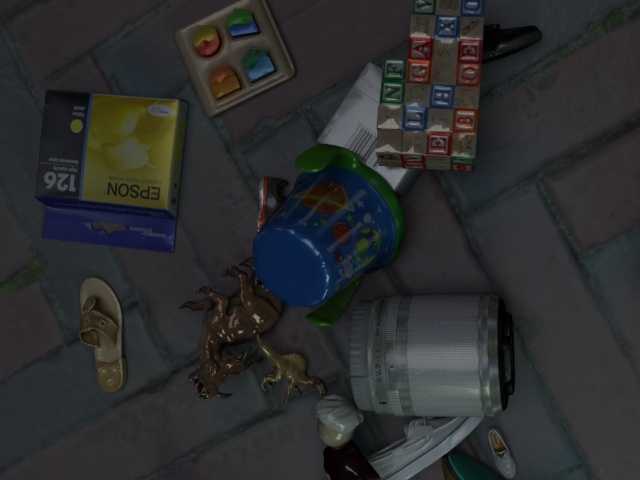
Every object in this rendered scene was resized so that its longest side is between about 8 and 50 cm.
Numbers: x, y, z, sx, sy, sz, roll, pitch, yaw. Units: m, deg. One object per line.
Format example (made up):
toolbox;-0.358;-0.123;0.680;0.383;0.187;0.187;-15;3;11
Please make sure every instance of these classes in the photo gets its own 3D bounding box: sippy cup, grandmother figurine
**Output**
sippy cup;0.000;0.000;1.801;0.240;0.224;0.305;-25;102;43
grandmother figurine;0.054;0.447;1.841;0.207;0.104;0.343;-4;101;52

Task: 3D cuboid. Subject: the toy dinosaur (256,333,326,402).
toy dinosaur;-0.075;0.251;1.941;0.183;0.053;0.093;38;99;-14

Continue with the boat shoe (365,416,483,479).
boat shoe;0.187;0.369;1.858;0.258;0.095;0.084;-38;84;10

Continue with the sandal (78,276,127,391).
sandal;-0.448;0.189;2.029;0.088;0.079;0.240;-14;86;13

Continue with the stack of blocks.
stack of blocks;0.194;-0.278;1.757;0.171;0.087;0.297;4;79;8

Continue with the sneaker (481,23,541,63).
sneaker;0.287;-0.389;1.852;0.227;0.087;0.130;-10;93;19

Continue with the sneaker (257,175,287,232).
sneaker;-0.086;-0.047;1.955;0.064;0.061;0.158;-1;89;8

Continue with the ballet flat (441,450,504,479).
ballet flat;0.346;0.522;1.822;0.342;0.116;0.124;30;115;9

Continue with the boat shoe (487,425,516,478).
boat shoe;0.333;0.393;1.852;0.035;0.035;0.100;-19;84;13

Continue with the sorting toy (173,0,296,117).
sorting toy;-0.175;-0.371;1.992;0.208;0.038;0.193;-25;83;13

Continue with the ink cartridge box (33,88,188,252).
ink cartridge box;-0.431;-0.143;2.039;0.303;0.072;0.307;6;88;14

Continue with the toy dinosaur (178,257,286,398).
toy dinosaur;-0.147;0.157;1.939;0.295;0.127;0.200;-36;88;-2

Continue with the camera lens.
camera lens;0.205;0.204;1.793;0.274;0.219;0.219;-2;88;14

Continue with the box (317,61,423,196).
box;0.124;-0.204;1.873;0.181;0.119;0.182;35;96;12
